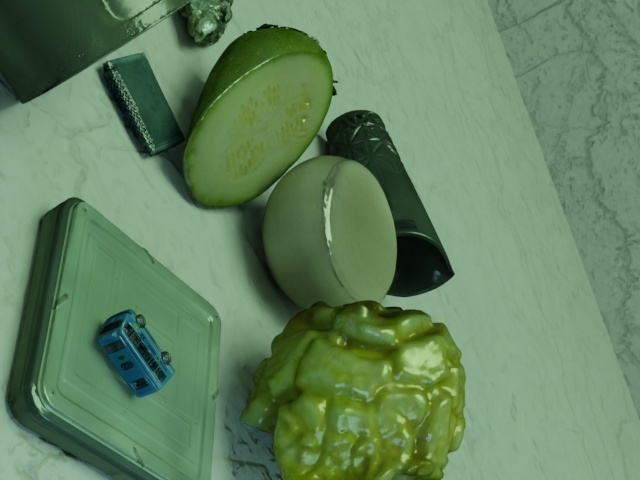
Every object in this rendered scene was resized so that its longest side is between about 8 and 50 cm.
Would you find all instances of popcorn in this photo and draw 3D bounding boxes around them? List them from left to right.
[{"bbox_3d":[0.037,0.189,1.393,0.293,0.293,0.237,-8,93,-65],"label":"popcorn"}]

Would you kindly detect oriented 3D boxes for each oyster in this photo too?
[{"bbox_3d":[-0.172,-0.350,1.688,0.125,0.064,0.177,16,52,-54],"label":"oyster"}]

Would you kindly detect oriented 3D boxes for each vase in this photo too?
[{"bbox_3d":[0.079,-0.071,1.863,0.251,0.156,0.300,9,50,-32],"label":"vase"}]

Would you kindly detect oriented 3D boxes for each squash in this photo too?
[{"bbox_3d":[-0.076,-0.157,1.557,0.189,0.189,0.260,52,23,-27],"label":"squash"}]

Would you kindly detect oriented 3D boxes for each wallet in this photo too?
[{"bbox_3d":[-0.225,-0.171,1.458,0.129,0.026,0.088,64,28,-6],"label":"wallet"}]

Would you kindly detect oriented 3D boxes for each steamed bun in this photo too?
[{"bbox_3d":[0.000,0.000,1.613,0.232,0.145,0.231,24,61,-55],"label":"steamed bun"}]

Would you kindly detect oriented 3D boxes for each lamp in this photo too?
[{"bbox_3d":[-0.202,0.121,1.215,0.266,0.047,0.269,44,33,-40],"label":"lamp"}]

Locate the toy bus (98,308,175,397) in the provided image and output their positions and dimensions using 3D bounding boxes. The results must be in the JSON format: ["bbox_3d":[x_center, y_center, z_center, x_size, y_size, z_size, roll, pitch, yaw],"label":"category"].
[{"bbox_3d":[-0.186,0.113,1.154,0.083,0.038,0.046,58,30,-16],"label":"toy bus"}]

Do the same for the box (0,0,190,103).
[{"bbox_3d":[-0.264,-0.267,1.227,0.149,0.226,0.226,58,26,-17],"label":"box"}]
